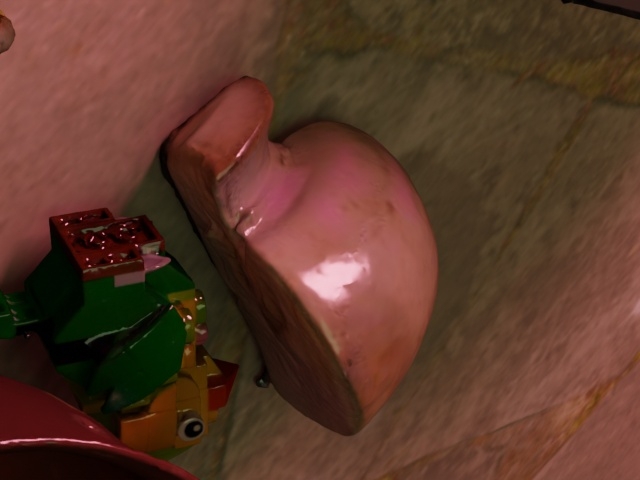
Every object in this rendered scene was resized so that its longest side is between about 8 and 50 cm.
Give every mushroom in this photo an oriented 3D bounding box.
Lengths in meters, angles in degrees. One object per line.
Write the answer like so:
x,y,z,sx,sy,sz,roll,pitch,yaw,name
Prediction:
0.023,0.005,0.825,0.162,0.173,0.236,-37,126,-18,mushroom

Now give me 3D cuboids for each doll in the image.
-0.132,0.069,0.788,0.134,0.106,0.186,-37,127,-9,doll

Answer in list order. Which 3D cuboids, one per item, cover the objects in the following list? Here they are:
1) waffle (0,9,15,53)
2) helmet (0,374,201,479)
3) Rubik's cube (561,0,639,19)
-0.290,-0.078,0.590,0.317,0.073,0.297,-62,146,-13,waffle
-0.228,0.215,0.709,0.337,0.230,0.385,-42,135,-12,helmet
0.314,-0.322,0.791,0.305,0.307,0.310,-42,129,-15,Rubik's cube
